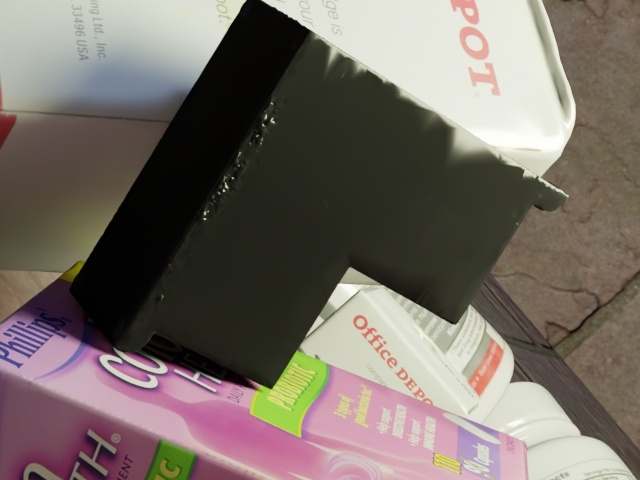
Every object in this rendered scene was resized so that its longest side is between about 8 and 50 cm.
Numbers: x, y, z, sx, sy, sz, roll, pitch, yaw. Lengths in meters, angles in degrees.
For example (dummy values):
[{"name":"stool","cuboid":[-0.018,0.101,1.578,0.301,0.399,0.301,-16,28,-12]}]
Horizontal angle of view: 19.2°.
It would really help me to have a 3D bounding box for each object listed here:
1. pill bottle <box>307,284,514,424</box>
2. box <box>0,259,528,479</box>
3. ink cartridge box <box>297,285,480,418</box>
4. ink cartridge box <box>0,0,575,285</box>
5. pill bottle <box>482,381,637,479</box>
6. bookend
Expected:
[{"name":"pill bottle","cuboid":[-0.002,0.043,1.429,0.283,0.161,0.161,46,10,-11]},{"name":"box","cuboid":[-0.038,0.121,0.828,0.243,0.117,0.213,22,10,2]},{"name":"ink cartridge box","cuboid":[0.013,0.116,1.233,0.109,0.150,0.063,49,10,7]},{"name":"ink cartridge box","cuboid":[-0.096,-0.133,0.970,0.385,0.160,0.279,3,59,-27]},{"name":"pill bottle","cuboid":[0.198,0.255,1.462,0.160,0.160,0.283,35,16,-53]},{"name":"bookend","cuboid":[0.000,0.000,0.845,0.157,0.156,0.072,29,5,-30]}]
